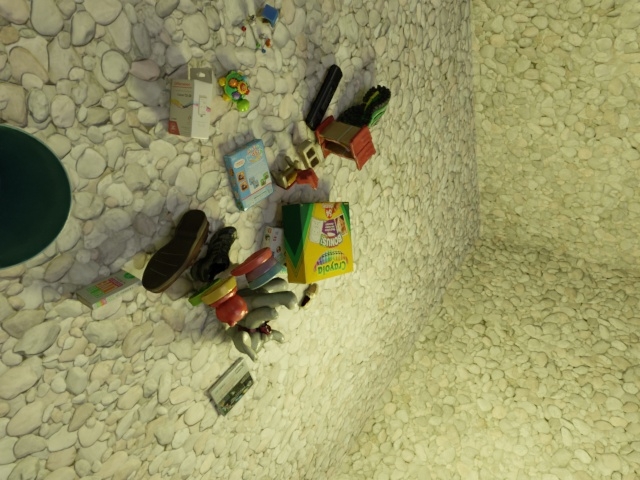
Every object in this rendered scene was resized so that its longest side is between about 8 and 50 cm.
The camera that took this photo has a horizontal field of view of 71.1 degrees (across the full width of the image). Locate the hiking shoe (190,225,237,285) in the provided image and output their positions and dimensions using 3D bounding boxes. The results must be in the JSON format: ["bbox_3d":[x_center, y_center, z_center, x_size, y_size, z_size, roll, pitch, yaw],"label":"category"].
[{"bbox_3d":[-0.339,0.055,1.537,0.227,0.114,0.086,-59,143,-17],"label":"hiking shoe"}]

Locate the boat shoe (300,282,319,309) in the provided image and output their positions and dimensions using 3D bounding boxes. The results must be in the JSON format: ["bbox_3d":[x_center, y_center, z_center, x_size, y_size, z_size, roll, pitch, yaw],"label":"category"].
[{"bbox_3d":[-0.050,0.257,2.068,0.045,0.050,0.135,37,74,-59],"label":"boat shoe"}]

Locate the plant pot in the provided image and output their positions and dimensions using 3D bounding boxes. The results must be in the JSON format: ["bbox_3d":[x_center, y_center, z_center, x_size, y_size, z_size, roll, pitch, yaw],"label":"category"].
[{"bbox_3d":[-0.701,-0.104,0.913,0.290,0.195,0.290,-27,126,-45],"label":"plant pot"}]

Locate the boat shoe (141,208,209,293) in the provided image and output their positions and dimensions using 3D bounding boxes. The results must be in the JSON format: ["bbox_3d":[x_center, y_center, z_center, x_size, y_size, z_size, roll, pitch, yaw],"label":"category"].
[{"bbox_3d":[-0.428,0.049,1.386,0.104,0.110,0.307,86,27,-53],"label":"boat shoe"}]

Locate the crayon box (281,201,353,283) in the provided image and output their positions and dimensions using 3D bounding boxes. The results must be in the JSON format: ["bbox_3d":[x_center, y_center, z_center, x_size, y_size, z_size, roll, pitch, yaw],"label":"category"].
[{"bbox_3d":[0.000,0.000,1.874,0.363,0.106,0.313,-9,94,-54],"label":"crayon box"}]

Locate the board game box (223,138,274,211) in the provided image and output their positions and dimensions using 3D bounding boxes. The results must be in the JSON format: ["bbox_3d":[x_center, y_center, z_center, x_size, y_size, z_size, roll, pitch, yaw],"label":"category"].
[{"bbox_3d":[-0.250,-0.233,1.595,0.160,0.039,0.212,-39,134,-37],"label":"board game box"}]

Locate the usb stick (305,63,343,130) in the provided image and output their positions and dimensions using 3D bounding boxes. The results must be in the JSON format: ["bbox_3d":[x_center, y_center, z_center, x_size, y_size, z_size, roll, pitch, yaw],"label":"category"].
[{"bbox_3d":[0.016,-0.574,1.798,0.278,0.045,0.077,-66,152,-8],"label":"usb stick"}]

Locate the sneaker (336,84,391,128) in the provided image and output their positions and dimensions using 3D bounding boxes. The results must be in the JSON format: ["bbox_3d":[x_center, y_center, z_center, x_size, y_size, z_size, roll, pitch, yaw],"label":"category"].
[{"bbox_3d":[0.194,-0.528,1.985,0.343,0.134,0.146,-44,158,-19],"label":"sneaker"}]

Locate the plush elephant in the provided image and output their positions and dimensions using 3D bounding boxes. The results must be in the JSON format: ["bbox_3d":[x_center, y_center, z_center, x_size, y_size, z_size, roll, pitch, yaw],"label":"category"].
[{"bbox_3d":[-0.237,0.313,1.673,0.329,0.272,0.256,-12,103,-19],"label":"plush elephant"}]

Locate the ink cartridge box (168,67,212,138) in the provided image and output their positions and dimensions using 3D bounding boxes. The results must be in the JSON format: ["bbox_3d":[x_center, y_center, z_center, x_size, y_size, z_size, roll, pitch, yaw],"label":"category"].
[{"bbox_3d":[-0.375,-0.400,1.290,0.067,0.115,0.198,-8,110,-51],"label":"ink cartridge box"}]

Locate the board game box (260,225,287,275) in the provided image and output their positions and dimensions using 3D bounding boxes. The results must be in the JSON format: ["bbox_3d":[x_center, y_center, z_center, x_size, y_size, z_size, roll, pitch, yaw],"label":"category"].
[{"bbox_3d":[-0.130,0.049,1.867,0.305,0.053,0.193,7,98,-54],"label":"board game box"}]

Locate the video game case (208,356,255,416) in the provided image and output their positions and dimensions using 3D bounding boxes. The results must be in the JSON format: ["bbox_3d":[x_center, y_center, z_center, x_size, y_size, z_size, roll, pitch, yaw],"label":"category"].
[{"bbox_3d":[-0.358,0.598,1.832,0.190,0.022,0.173,-44,136,-34],"label":"video game case"}]

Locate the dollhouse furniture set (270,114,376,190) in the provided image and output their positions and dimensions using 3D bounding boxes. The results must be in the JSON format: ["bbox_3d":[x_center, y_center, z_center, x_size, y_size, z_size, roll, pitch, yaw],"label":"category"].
[{"bbox_3d":[0.017,-0.304,1.745,0.374,0.201,0.152,-47,142,-17],"label":"dollhouse furniture set"}]

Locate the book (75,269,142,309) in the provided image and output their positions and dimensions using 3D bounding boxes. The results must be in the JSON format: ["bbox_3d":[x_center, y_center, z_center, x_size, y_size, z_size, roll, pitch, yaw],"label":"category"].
[{"bbox_3d":[-0.590,0.138,1.254,0.144,0.096,0.035,-33,129,-42],"label":"book"}]

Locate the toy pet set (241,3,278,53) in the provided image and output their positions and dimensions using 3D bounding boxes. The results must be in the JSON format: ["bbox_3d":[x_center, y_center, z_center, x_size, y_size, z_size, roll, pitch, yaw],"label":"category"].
[{"bbox_3d":[-0.178,-0.697,1.466,0.122,0.065,0.114,32,79,-54],"label":"toy pet set"}]

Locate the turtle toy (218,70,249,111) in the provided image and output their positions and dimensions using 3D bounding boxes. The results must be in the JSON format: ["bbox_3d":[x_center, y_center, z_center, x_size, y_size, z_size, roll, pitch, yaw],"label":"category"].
[{"bbox_3d":[-0.265,-0.480,1.443,0.095,0.066,0.130,-39,133,-38],"label":"turtle toy"}]

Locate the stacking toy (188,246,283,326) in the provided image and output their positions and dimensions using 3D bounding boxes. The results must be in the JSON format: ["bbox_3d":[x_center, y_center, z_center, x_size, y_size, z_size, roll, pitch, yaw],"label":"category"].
[{"bbox_3d":[-0.279,0.166,1.509,0.309,0.279,0.130,-41,102,-40],"label":"stacking toy"}]
